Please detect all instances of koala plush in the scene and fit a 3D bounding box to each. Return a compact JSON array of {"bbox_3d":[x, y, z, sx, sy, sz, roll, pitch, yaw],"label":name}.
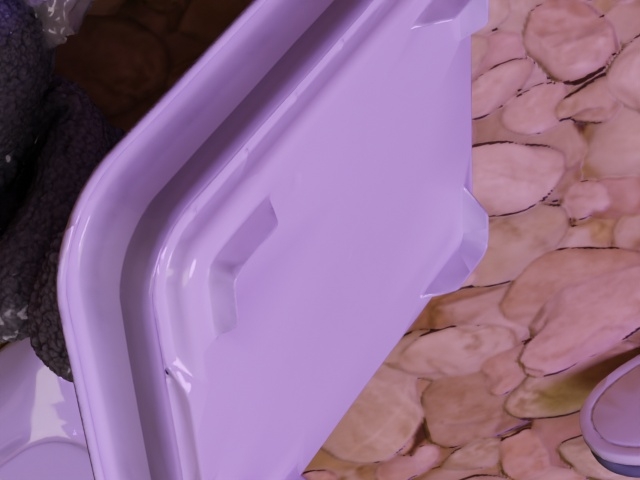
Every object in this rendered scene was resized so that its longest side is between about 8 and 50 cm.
[{"bbox_3d":[-0.180,-0.064,0.998,0.196,0.203,0.221,-6,119,15],"label":"koala plush"}]

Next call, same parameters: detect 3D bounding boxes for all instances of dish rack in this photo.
[{"bbox_3d":[0.000,0.000,1.015,0.072,0.333,0.285,21,140,23],"label":"dish rack"}]

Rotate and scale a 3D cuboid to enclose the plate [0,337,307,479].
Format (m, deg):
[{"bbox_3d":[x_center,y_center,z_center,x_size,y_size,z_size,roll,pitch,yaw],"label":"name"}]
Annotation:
[{"bbox_3d":[-0.183,0.200,1.322,0.278,0.045,0.277,-37,132,18],"label":"plate"}]

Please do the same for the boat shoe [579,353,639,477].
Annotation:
[{"bbox_3d":[0.331,0.115,1.354,0.320,0.116,0.099,-15,132,-10],"label":"boat shoe"}]
